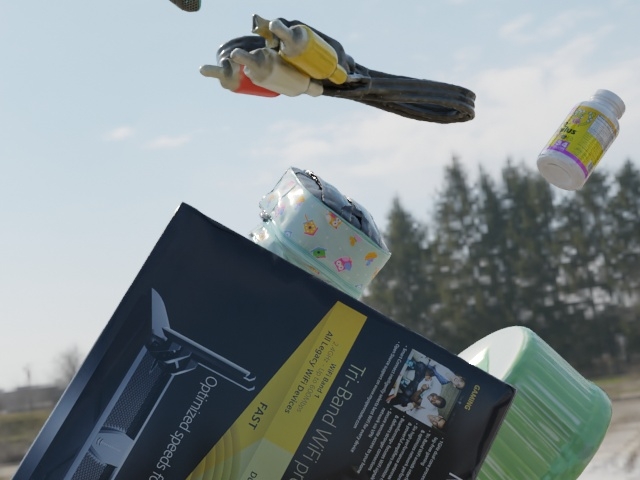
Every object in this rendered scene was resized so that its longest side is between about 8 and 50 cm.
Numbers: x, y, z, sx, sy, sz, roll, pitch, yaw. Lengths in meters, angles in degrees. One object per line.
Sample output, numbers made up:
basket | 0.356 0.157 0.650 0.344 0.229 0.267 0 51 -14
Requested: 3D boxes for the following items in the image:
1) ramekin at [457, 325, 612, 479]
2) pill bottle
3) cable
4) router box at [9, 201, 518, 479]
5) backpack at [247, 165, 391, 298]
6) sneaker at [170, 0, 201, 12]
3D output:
ramekin | 0.221 0.254 1.552 0.303 0.148 0.303 -43 6 6
pill bottle | 0.213 -0.083 0.949 0.043 0.083 0.043 33 -21 14
cable | 0.016 -0.135 1.083 0.287 0.072 0.139 20 -26 -40
router box | -0.057 0.168 0.714 0.243 0.309 0.081 30 -17 1
backpack | 0.000 0.000 1.523 0.166 0.144 0.188 39 -2 -20
sneaker | -0.113 -0.317 1.281 0.166 0.076 0.065 -44 21 -2
